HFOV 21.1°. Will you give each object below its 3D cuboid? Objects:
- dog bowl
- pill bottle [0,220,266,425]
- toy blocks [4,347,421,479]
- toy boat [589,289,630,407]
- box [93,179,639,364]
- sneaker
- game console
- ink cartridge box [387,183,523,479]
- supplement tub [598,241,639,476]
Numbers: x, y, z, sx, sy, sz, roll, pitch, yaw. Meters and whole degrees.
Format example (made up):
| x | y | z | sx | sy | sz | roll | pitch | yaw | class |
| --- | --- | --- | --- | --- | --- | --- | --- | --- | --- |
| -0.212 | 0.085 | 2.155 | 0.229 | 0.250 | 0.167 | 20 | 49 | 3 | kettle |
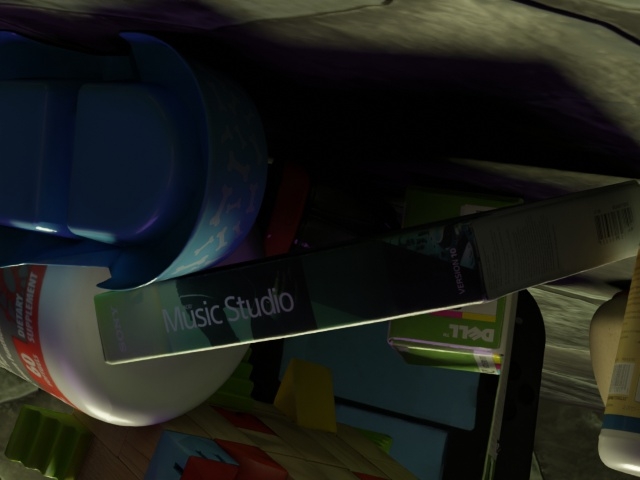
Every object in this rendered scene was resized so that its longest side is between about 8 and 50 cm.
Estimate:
| x | y | z | sx | sy | sz | roll | pitch | yaw | class |
| --- | --- | --- | --- | --- | --- | --- | --- | --- | --- |
| -0.155 | -0.055 | 1.167 | 0.297 | 0.166 | 0.074 | 6 | -178 | 41 | dog bowl |
| -0.231 | 0.005 | 1.431 | 0.210 | 0.210 | 0.363 | 20 | 179 | -44 | pill bottle |
| -0.036 | 0.221 | 1.442 | 0.381 | 0.191 | 0.261 | 18 | -172 | -35 | toy blocks |
| 0.370 | 0.112 | 1.667 | 0.151 | 0.151 | 0.231 | -16 | -173 | -28 | toy boat |
| 0.035 | 0.023 | 1.193 | 0.322 | 0.058 | 0.232 | -13 | 179 | 36 | box |
| 0.000 | 0.000 | 1.508 | 0.135 | 0.098 | 0.276 | 16 | 171 | -1 | sneaker |
| 0.050 | 0.164 | 1.709 | 0.386 | 0.342 | 0.060 | 16 | 158 | -25 | game console |
| 0.108 | 0.098 | 1.421 | 0.097 | 0.255 | 0.189 | 7 | 172 | 8 | ink cartridge box |
| 0.269 | 0.064 | 1.118 | 0.144 | 0.200 | 0.144 | 13 | 173 | 2 | supplement tub |
